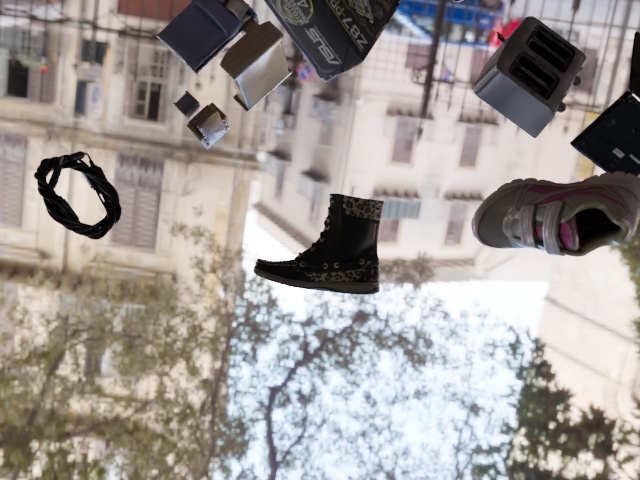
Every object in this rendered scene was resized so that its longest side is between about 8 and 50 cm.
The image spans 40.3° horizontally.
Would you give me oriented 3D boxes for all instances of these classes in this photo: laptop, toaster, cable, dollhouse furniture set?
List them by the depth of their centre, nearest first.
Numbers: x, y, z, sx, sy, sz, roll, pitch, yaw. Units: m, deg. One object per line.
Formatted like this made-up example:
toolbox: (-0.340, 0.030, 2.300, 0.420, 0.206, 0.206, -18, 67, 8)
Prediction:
cable: (-0.460, -0.086, 1.662, 0.047, 0.185, 0.150, -34, 167, 38)
toaster: (0.400, -0.321, 1.682, 0.185, 0.168, 0.110, 36, 154, -2)
dollhouse furniture set: (-0.253, -0.417, 1.845, 0.303, 0.286, 0.198, 46, 174, 11)
laptop: (0.713, -0.296, 2.004, 0.234, 0.264, 0.137, 27, -151, -34)

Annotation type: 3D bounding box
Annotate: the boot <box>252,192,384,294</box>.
boot: (0.001, 0.000, 1.591, 0.236, 0.179, 0.085, 7, -175, 9)

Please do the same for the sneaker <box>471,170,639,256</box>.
sneaker: (0.335, -0.031, 1.250, 0.252, 0.103, 0.111, -11, -156, 25)

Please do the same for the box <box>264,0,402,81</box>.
box: (-0.020, -0.498, 1.373, 0.097, 0.395, 0.318, -20, -150, 38)
